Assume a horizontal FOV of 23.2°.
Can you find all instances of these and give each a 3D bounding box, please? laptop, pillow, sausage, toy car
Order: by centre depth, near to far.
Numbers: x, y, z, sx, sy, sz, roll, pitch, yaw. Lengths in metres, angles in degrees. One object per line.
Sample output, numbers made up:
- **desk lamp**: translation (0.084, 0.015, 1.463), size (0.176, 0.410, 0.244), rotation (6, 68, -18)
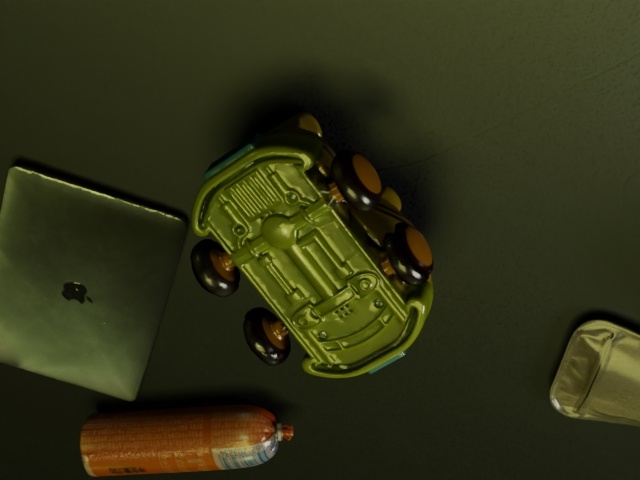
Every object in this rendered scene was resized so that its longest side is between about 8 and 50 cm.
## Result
- **toy car**: translation (0.000, 0.000, 1.462), size (0.200, 0.142, 0.248), rotation (-27, 107, 26)
- **pillow**: translation (0.346, 0.150, 1.570), size (0.218, 0.033, 0.130), rotation (14, 124, 1)
- **laptop**: translation (-0.254, 0.050, 1.625), size (0.188, 0.015, 0.269), rotation (18, 127, -3)
- **sausage**: translation (-0.142, 0.217, 1.692), size (0.234, 0.071, 0.071), rotation (-5, 125, 15)
